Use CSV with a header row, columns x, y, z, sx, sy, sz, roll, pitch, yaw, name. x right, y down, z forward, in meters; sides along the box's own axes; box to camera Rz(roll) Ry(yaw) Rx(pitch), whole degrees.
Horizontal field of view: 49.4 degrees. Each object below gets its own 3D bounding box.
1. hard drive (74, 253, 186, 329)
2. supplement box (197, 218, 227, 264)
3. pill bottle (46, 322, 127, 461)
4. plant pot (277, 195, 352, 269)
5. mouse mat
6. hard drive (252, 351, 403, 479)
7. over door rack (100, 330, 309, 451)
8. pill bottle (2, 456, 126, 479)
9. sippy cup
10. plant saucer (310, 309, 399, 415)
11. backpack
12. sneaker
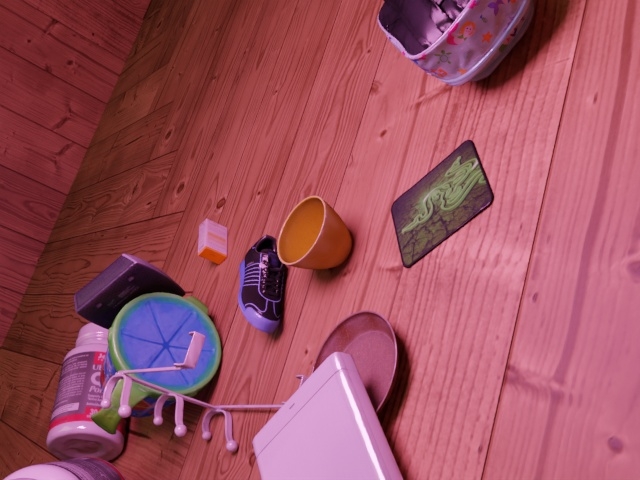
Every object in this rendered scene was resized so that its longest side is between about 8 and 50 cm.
x,y,z,sx,sy,sz,roll,pitch,yaw,name
-0.404,0.117,1.483,0.172,0.255,0.054,-40,68,-2,hard drive
-0.258,0.002,1.668,0.036,0.062,0.098,-42,36,32,supplement box
-0.557,0.367,1.717,0.176,0.176,0.318,-40,38,33,pill bottle
0.000,0.000,1.256,0.134,0.095,0.134,-36,39,36,plant pot
0.187,-0.059,1.114,0.189,0.007,0.152,-41,37,30,mouse mat
0.018,0.362,0.953,0.233,0.047,0.353,-50,40,24,hard drive
-0.213,0.281,1.213,0.324,0.239,0.108,-29,43,43,over door rack
-0.513,0.533,1.332,0.363,0.210,0.210,78,-148,-76,pill bottle
-0.361,0.263,1.484,0.224,0.305,0.240,-47,61,44,sippy cup
0.057,0.206,1.071,0.198,0.036,0.198,-35,41,38,plant saucer
0.224,-0.371,1.120,0.225,0.191,0.253,-52,25,22,backpack
-0.111,0.078,1.373,0.090,0.081,0.232,-56,30,25,sneaker
